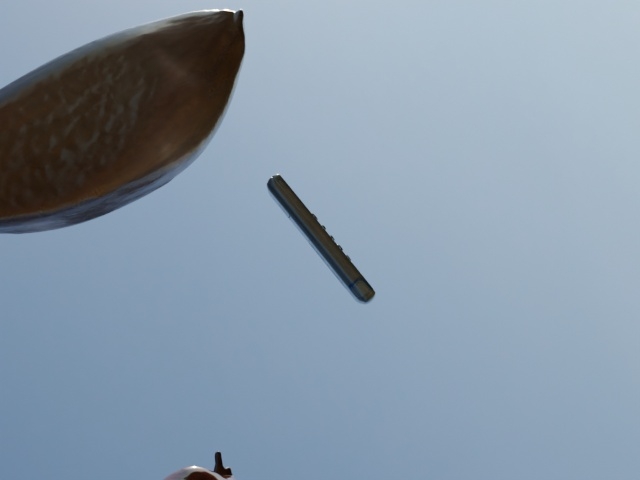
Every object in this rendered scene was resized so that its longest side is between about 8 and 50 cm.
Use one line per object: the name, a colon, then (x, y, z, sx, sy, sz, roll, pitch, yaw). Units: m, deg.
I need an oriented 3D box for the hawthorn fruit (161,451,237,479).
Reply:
hawthorn fruit: (-0.196, 0.444, 2.142, 0.208, 0.208, 0.248, 48, -128, -27)

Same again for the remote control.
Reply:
remote control: (0.000, 0.000, 1.061, 0.124, 0.018, 0.053, 51, 177, 5)

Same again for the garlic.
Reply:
garlic: (-0.193, -0.084, 1.115, 0.112, 0.318, 0.143, 87, 158, -67)
